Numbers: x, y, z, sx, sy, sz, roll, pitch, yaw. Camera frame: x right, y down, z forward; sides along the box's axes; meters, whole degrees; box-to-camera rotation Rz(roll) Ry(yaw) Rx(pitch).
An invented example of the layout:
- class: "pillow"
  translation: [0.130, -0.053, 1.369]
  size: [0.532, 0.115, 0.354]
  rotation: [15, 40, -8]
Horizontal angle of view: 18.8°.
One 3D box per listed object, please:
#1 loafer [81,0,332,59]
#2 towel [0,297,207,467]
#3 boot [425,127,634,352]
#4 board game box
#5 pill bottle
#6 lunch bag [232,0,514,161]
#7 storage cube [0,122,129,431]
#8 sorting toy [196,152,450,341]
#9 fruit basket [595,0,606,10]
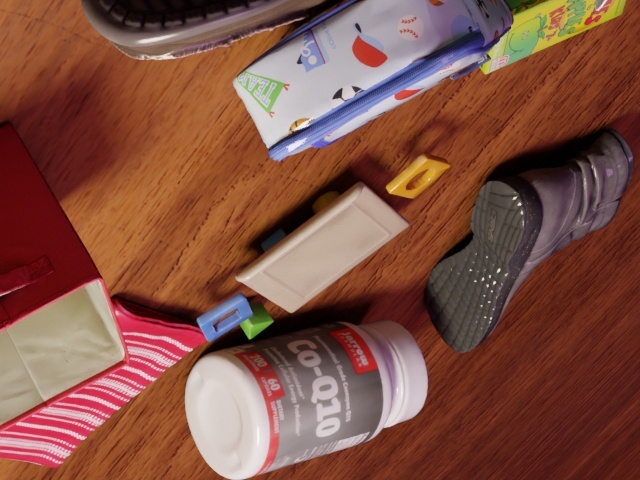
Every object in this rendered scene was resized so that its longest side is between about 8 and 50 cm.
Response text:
- class: "loafer"
  translation: [-0.035, -0.234, 1.684]
  size: [0.366, 0.134, 0.130]
  rotation: [-23, 154, -21]
- class: "towel"
  translation: [-0.276, 0.170, 2.242]
  size: [0.275, 0.031, 0.199]
  rotation: [-40, 153, 15]
- class: "boot"
  translation: [0.280, 0.009, 2.511]
  size: [0.223, 0.118, 0.338]
  rotation: [-23, 157, -32]
- class: "board game box"
  translation: [0.249, -0.253, 2.083]
  size: [0.181, 0.043, 0.092]
  rotation: [-24, 153, -18]
- class: "pill bottle"
  translation: [-0.013, 0.191, 2.429]
  size: [0.283, 0.161, 0.161]
  rotation: [-13, 148, -37]
- class: "lunch bag"
  translation: [0.048, -0.170, 1.795]
  size: [0.243, 0.115, 0.303]
  rotation: [-31, -179, 16]
- class: "storage cube"
  translation: [-0.310, 0.045, 1.792]
  size: [0.184, 0.193, 0.215]
  rotation: [-28, 155, -11]
- class: "sorting toy"
  translation: [0.000, 0.000, 2.245]
  size: [0.348, 0.047, 0.196]
  rotation: [-37, 159, 8]
- class: "fruit basket"
  translation: [0.333, -0.402, 1.649]
  size: [0.327, 0.165, 0.353]
  rotation: [-57, -173, 40]
